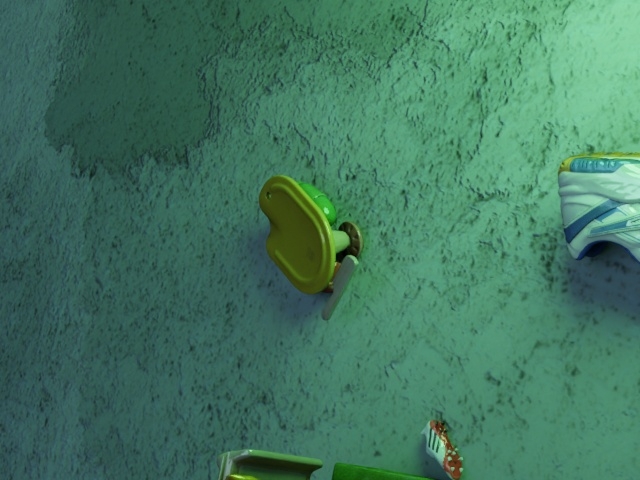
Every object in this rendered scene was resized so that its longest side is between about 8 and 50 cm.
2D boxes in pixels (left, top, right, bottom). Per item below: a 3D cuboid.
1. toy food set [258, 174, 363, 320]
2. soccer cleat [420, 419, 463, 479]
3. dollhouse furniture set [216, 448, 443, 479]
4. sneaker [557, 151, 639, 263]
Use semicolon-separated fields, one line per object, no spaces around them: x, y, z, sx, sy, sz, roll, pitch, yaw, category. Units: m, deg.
0.000;0.000;1.852;0.218;0.071;0.128;50;136;36;toy food set
0.146;0.256;1.699;0.035;0.029;0.083;-45;53;33;soccer cleat
0.016;0.353;1.603;0.151;0.301;0.197;4;81;42;dollhouse furniture set
0.398;-0.026;1.522;0.296;0.112;0.131;5;102;41;sneaker
